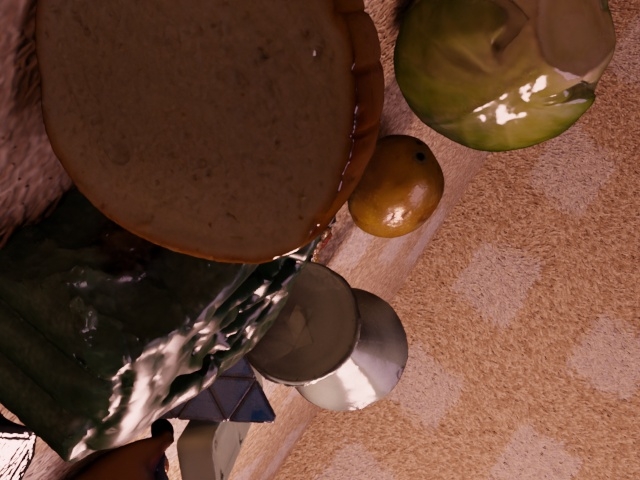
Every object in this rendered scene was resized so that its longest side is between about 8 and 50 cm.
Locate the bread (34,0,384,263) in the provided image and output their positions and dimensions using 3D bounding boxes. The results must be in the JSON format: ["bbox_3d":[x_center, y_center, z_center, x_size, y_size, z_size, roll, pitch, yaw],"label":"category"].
[{"bbox_3d":[-0.073,-0.098,0.473,0.236,0.236,0.070,-62,171,27],"label":"bread"}]

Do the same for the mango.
[{"bbox_3d":[0.140,-0.088,1.369,0.176,0.176,0.329,-12,171,10],"label":"mango"}]

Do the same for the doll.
[{"bbox_3d":[-0.284,0.451,1.071,0.318,0.209,0.340,-62,171,-54],"label":"doll"}]

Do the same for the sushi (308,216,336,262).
[{"bbox_3d":[0.000,0.000,1.369,0.126,0.026,0.120,-54,166,-9],"label":"sushi"}]

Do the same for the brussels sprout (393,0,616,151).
[{"bbox_3d":[0.257,-0.265,1.041,0.281,0.289,0.354,-54,-167,-5],"label":"brussels sprout"}]

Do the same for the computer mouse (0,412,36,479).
[{"bbox_3d":[-0.316,0.183,0.649,0.106,0.062,0.192,-50,160,-18],"label":"computer mouse"}]

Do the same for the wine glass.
[{"bbox_3d":[0.008,0.174,1.377,0.267,0.267,0.406,-54,161,-5],"label":"wine glass"}]

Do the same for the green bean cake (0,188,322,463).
[{"bbox_3d":[-0.127,0.010,0.664,0.308,0.169,0.300,-33,154,-55],"label":"green bean cake"}]

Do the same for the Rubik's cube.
[{"bbox_3d":[-0.129,0.185,1.062,0.211,0.178,0.190,-39,156,-53],"label":"Rubik's cube"}]

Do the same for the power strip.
[{"bbox_3d":[-0.151,0.278,1.211,0.385,0.062,0.091,-66,150,-78],"label":"power strip"}]
